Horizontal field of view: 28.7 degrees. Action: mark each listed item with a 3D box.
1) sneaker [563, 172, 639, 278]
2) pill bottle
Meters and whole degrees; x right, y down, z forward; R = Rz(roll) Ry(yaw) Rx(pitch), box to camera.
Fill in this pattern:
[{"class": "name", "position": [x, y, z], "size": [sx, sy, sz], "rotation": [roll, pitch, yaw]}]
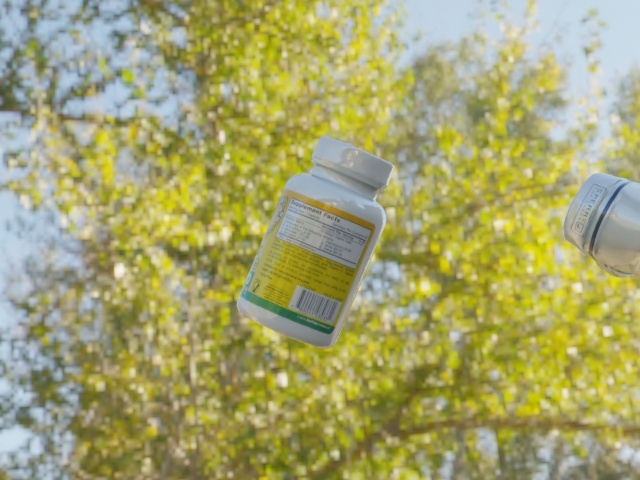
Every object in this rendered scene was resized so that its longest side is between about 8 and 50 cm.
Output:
[{"class": "sneaker", "position": [0.286, 0.003, 1.071], "size": [0.091, 0.094, 0.258], "rotation": [32, 14, 26]}, {"class": "pill bottle", "position": [0.000, 0.000, 1.335], "size": [0.118, 0.208, 0.117], "rotation": [22, 1, 0]}]
